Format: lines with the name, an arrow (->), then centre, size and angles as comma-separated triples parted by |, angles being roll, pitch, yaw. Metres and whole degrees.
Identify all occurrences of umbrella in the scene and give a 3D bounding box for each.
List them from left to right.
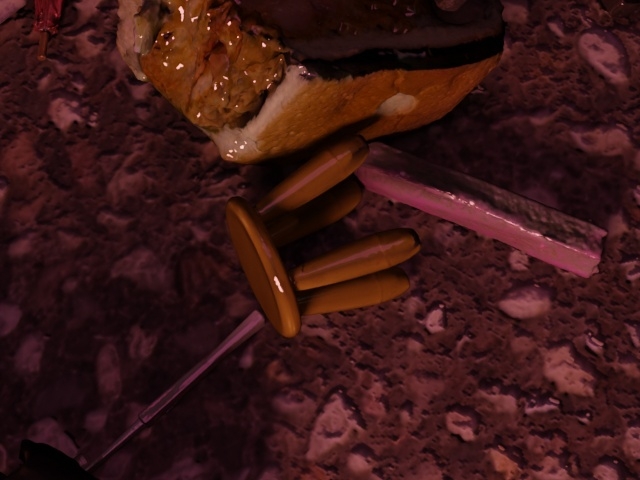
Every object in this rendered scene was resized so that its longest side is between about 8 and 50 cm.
umbrella -> -0.220, -0.220, 1.121 | 0.025, 0.027, 0.165 | 22, 61, -40

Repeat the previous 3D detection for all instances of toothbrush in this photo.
toothbrush -> -0.116, 0.118, 0.999 | 0.194, 0.014, 0.017 | -39, 71, -13

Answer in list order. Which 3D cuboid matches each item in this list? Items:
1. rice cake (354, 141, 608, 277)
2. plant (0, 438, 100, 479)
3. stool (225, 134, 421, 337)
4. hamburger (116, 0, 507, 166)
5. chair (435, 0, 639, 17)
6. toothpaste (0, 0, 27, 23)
rice cake -> 0.120, -0.026, 1.038 | 0.206, 0.047, 0.036 | 22, 56, 7
plant -> -0.187, 0.209, 0.888 | 0.256, 0.164, 0.142 | 20, 83, -10
stool -> 0.000, 0.000, 0.993 | 0.110, 0.135, 0.134 | -22, 115, -11
hamburger -> -0.021, -0.152, 1.018 | 0.288, 0.192, 0.168 | -10, 73, -38
chair -> 0.137, -0.396, 1.049 | 0.240, 0.203, 0.416 | -7, 64, -41
toothpaste -> -0.318, -0.184, 1.087 | 0.282, 0.068, 0.099 | -26, 41, 4
